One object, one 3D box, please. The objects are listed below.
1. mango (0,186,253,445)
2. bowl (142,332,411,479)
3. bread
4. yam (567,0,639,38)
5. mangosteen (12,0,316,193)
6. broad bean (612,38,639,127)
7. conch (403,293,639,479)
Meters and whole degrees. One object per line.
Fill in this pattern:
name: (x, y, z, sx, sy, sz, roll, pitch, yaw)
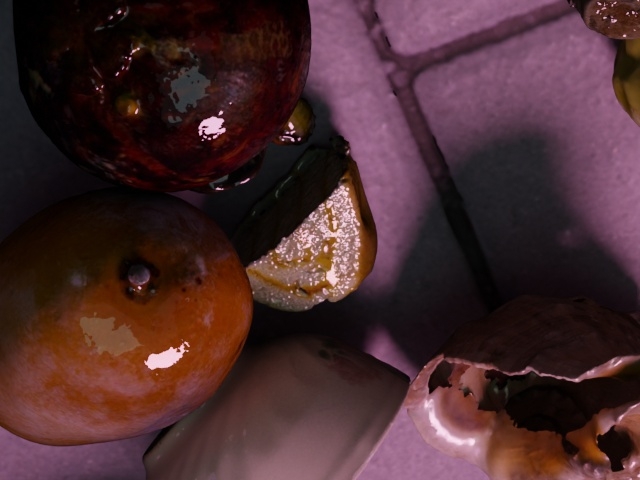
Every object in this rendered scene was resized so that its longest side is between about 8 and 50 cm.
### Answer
mango: (-0.181, 0.073, 1.149, 0.221, 0.199, 0.384, -16, 166, -23)
bowl: (-0.061, 0.185, 1.238, 0.145, 0.277, 0.277, 39, 114, -2)
bread: (0.005, -0.002, 1.199, 0.110, 0.103, 0.156, 38, 120, -19)
yam: (0.218, -0.225, 1.040, 0.107, 0.183, 0.107, -5, 139, -4)
mangosteen: (-0.099, -0.144, 1.065, 0.231, 0.231, 0.289, -36, 159, 18)
broad bean: (0.375, -0.127, 1.138, 0.291, 0.119, 0.238, 7, 113, -11)
conch: (0.212, 0.134, 1.252, 0.263, 0.186, 0.324, 13, 147, -3)
